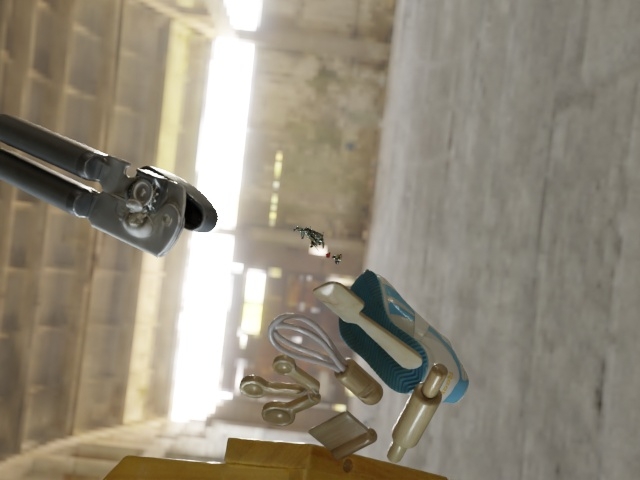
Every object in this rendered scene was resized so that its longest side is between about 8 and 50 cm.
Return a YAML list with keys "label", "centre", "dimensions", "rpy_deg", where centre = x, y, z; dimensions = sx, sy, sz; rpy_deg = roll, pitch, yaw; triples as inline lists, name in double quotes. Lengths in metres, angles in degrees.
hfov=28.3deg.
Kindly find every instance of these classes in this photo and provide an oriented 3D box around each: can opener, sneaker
- label: "can opener"
  centre: [-0.228, -0.057, 1.307]
  dimensions: [0.095, 0.283, 0.076]
  rpy_deg: [9, -78, -55]
- label: "sneaker"
  centre: [0.095, 0.120, 1.533]
  dimensions: [0.087, 0.092, 0.229]
  rpy_deg: [-54, 36, 16]

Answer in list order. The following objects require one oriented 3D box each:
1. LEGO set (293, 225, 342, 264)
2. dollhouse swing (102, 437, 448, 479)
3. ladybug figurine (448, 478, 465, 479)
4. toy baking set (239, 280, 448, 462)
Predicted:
- label: "LEGO set"
  centre: [0.000, 0.001, 1.856]
  dimensions: [0.023, 0.083, 0.054]
  rpy_deg: [-54, 15, -15]
- label: "dollhouse swing"
  centre: [-0.072, 0.422, 1.475]
  dimensions: [0.305, 0.315, 0.347]
  rpy_deg: [-11, 65, 48]
- label: "ladybug figurine"
  centre: [0.258, 0.459, 1.878]
  dimensions: [0.305, 0.449, 0.162]
  rpy_deg: [124, 157, -69]
- label: "toy baking set"
  centre: [0.026, 0.146, 1.272]
  dimensions: [0.256, 0.197, 0.030]
  rpy_deg: [117, 167, -45]
